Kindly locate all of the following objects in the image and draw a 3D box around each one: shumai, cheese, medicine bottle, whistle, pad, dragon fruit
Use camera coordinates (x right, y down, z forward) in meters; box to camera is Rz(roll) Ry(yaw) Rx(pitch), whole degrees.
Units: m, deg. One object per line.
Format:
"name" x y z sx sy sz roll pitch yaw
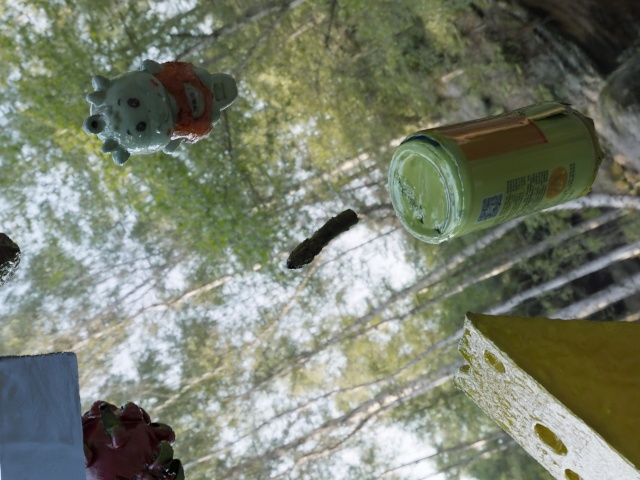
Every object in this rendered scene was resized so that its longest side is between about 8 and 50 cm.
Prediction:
"shumai" -0.762 0.067 1.617 0.184 0.184 0.142 54 176 -35
"cheese" 0.151 0.096 0.374 0.126 0.171 0.093 -59 -21 -25
"medicine bottle" 0.197 -0.080 0.767 0.239 0.124 0.124 -17 -100 -31
"whistle" -0.185 -0.162 0.864 0.106 0.101 0.253 30 -148 20
"pad" -0.264 0.202 0.670 0.004 0.116 0.193 2 -98 -64
"dragon fruit" -0.360 0.407 1.317 0.273 0.218 0.198 23 -178 10

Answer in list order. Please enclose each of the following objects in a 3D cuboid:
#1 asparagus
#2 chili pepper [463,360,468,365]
"asparagus" 0.000 0.000 1.119 0.165 0.030 0.036 -41 -75 -35
"chili pepper" 0.274 0.205 1.156 0.073 0.070 0.123 41 146 16
